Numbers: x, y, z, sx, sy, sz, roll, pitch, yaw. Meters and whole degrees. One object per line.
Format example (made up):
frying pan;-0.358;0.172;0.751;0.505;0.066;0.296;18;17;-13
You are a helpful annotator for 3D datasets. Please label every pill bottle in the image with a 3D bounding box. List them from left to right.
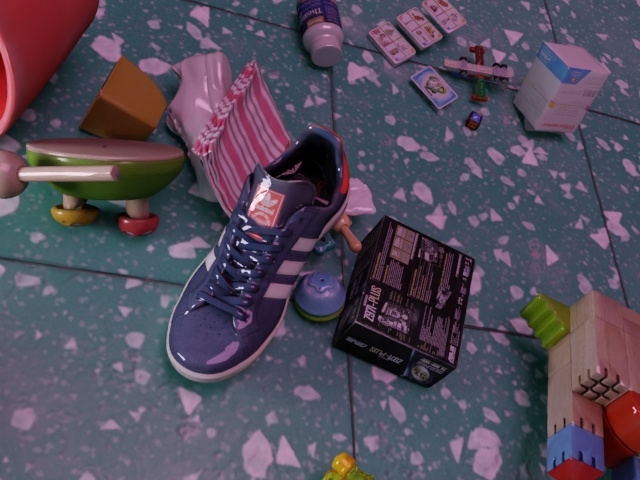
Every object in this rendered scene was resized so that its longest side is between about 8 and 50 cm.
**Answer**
pill bottle;0.001;-0.341;1.258;0.067;0.067;0.120;4;59;-24

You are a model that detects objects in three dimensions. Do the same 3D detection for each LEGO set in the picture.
LEGO set;0.220;-0.301;1.368;0.182;0.060;0.244;-35;78;-25

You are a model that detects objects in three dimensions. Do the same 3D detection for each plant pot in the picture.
plant pot;-0.407;-0.280;0.918;0.275;0.275;0.243;32;44;-4
plant pot;-0.252;-0.174;1.027;0.083;0.081;0.081;30;51;-19

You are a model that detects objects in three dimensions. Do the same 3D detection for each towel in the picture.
towel;-0.095;-0.127;1.045;0.029;0.144;0.197;1;47;27

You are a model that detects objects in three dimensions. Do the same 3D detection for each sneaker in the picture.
sneaker;-0.167;-0.150;1.064;0.094;0.080;0.212;-5;74;10
sneaker;-0.073;-0.001;0.927;0.131;0.148;0.350;23;60;11

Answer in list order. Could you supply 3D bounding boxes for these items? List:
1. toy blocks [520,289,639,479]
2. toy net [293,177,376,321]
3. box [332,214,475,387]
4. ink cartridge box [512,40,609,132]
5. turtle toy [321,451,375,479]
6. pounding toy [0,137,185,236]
toy blocks;0.439;0.242;1.000;0.382;0.190;0.260;27;44;-9
toy net;0.000;0.000;1.065;0.122;0.045;0.232;17;49;9
box;0.114;0.081;1.041;0.147;0.077;0.180;25;52;-10
ink cartridge box;0.412;-0.258;1.366;0.092;0.143;0.089;1;42;-25
turtle toy;0.018;0.304;0.862;0.095;0.066;0.130;47;53;7
pounding toy;-0.263;-0.054;0.917;0.183;0.110;0.237;7;13;12
